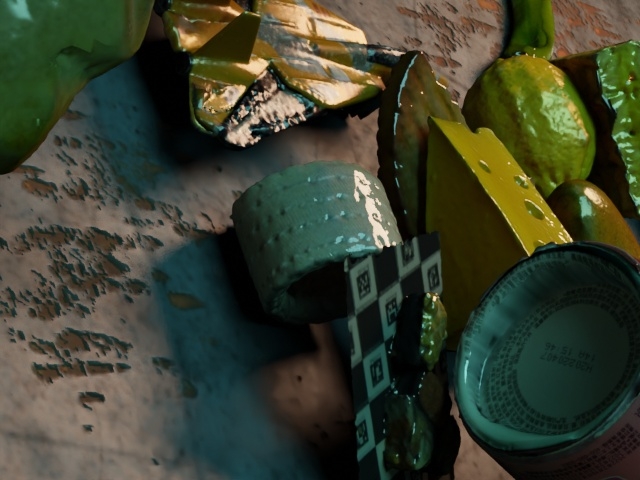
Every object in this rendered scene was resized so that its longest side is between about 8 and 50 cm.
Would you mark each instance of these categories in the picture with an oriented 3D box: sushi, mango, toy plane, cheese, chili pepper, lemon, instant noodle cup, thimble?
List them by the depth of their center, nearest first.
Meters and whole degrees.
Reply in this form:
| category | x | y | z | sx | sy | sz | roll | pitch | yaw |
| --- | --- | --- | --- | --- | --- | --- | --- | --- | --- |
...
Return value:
| category | x | y | z | sx | sy | sz | roll | pitch | yaw |
| --- | --- | --- | --- | --- | --- | --- | --- | --- | --- |
| sushi | 0.069 | 0.095 | 1.170 | 0.139 | 0.031 | 0.201 | -21 | 110 | -56 |
| instant noodle cup | 0.228 | 0.128 | 1.206 | 0.255 | 0.244 | 0.244 | 36 | 35 | -41 |
| thimble | 0.000 | 0.000 | 1.207 | 0.115 | 0.102 | 0.090 | 11 | 49 | -46 |
| cheese | 0.131 | -0.014 | 1.335 | 0.093 | 0.126 | 0.171 | 4 | 64 | -46 |
| toy plane | -0.010 | -0.139 | 1.339 | 0.316 | 0.103 | 0.204 | 13 | 51 | -54 |
| mango | 0.235 | 0.021 | 1.466 | 0.115 | 0.089 | 0.165 | -81 | 146 | -74 |
| lemon | 0.188 | -0.095 | 1.519 | 0.114 | 0.114 | 0.155 | -3 | 62 | -52 |
| chili pepper | 0.212 | -0.212 | 1.719 | 0.052 | 0.050 | 0.202 | 8 | 35 | 4 |

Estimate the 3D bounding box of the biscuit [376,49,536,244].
| category | x | y | z | sx | sy | sz | roll | pitch | yaw |
| --- | --- | --- | --- | --- | --- | --- | --- | --- | --- |
| biscuit | 0.111 | -0.048 | 1.385 | 0.176 | 0.031 | 0.229 | -23 | 102 | -45 |

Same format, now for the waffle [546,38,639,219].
| category | x | y | z | sx | sy | sz | roll | pitch | yaw |
| --- | --- | --- | --- | --- | --- | --- | --- | --- | --- |
| waffle | 0.266 | -0.101 | 1.591 | 0.211 | 0.055 | 0.160 | -166 | -121 | -81 |

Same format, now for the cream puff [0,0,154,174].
| category | x | y | z | sx | sy | sz | roll | pitch | yaw |
| --- | --- | --- | --- | --- | --- | --- | --- | --- | --- |
| cream puff | -0.253 | -0.197 | 0.976 | 0.291 | 0.257 | 0.324 | -13 | 107 | -20 |
